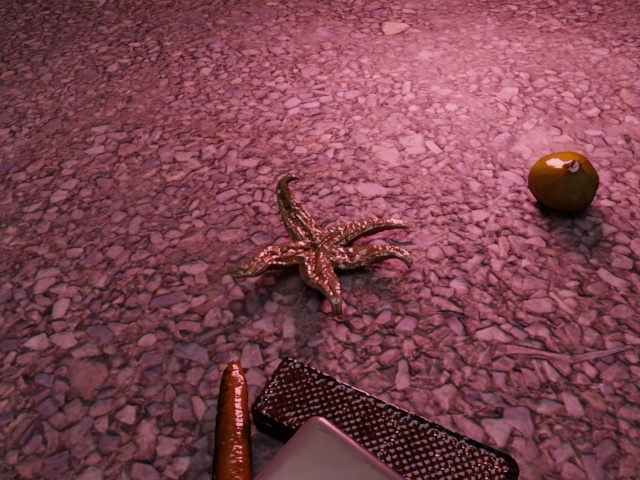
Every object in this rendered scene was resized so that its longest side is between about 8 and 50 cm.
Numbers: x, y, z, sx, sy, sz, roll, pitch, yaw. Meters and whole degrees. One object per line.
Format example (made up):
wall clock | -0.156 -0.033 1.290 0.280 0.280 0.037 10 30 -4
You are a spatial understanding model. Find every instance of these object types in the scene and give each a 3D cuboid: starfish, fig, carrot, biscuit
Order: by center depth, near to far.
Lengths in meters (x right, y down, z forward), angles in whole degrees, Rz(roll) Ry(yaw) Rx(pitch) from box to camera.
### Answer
biscuit | 0.085 0.294 0.874 0.388 0.073 0.107 19 49 22
carrot | -0.126 0.304 0.887 0.066 0.066 0.314 -5 41 -1
starfish | -0.003 0.006 1.162 0.375 0.094 0.327 -24 57 -29
fig | 0.503 -0.122 1.252 0.136 0.120 0.153 -14 21 -3

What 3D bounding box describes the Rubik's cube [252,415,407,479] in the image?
Rubik's cube | 0.014 0.436 0.520 0.344 0.347 0.346 33 52 25
